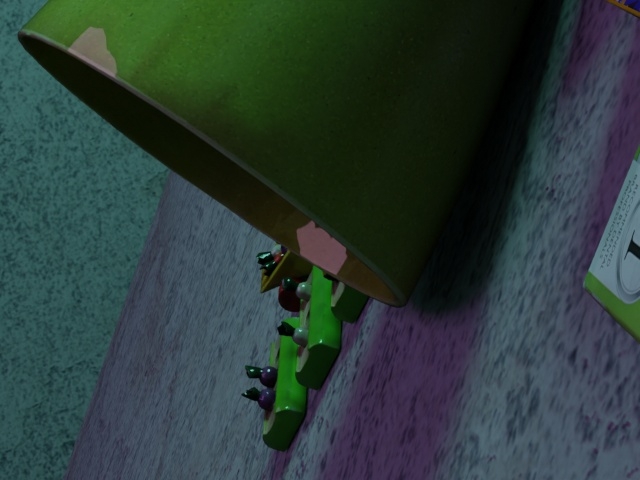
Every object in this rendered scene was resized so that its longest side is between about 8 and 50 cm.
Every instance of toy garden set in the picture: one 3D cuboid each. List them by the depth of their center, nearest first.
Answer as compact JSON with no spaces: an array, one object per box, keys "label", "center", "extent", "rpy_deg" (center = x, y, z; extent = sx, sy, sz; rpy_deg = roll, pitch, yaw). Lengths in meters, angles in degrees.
[{"label":"toy garden set","center":[0.000,0.000,1.350],"extent":[0.204,0.049,0.244],"rpy_deg":[-86,19,-54]}]

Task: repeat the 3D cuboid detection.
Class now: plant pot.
[{"label":"plant pot","center":[0.019,-0.157,1.080],"extent":[0.293,0.275,0.275],"rpy_deg":[-55,10,-6]}]

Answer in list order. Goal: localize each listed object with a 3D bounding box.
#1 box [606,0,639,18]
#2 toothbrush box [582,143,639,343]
[{"label":"box","center":[0.164,-0.100,0.704],"extent":[0.169,0.054,0.059],"rpy_deg":[-112,43,-75]},{"label":"toothbrush box","center":[0.176,-0.030,0.357],"extent":[0.283,0.122,0.206],"rpy_deg":[-119,48,-73]}]
